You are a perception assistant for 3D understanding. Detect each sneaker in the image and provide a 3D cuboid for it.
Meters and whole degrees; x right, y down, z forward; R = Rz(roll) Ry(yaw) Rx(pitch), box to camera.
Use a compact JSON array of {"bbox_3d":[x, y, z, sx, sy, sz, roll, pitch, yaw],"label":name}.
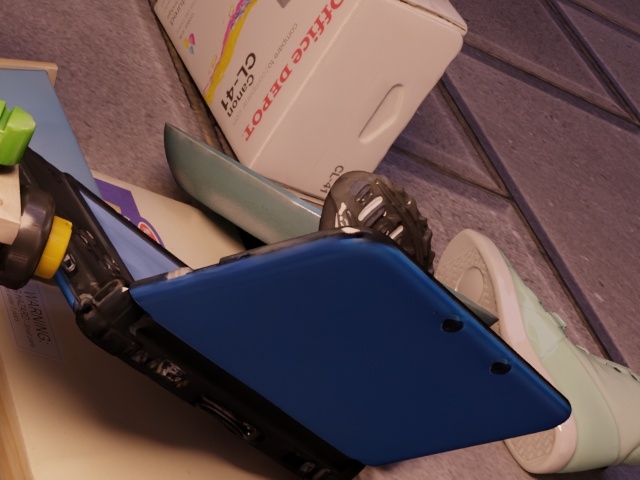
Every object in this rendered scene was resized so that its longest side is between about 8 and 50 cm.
[{"bbox_3d":[0.199,0.103,1.694,0.151,0.094,0.256,9,43,-37],"label":"sneaker"},{"bbox_3d":[0.020,0.054,1.394,0.108,0.272,0.100,28,55,27],"label":"sneaker"}]

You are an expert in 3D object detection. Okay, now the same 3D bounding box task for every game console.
[{"bbox_3d":[-0.022,0.029,1.187,0.293,0.173,0.250,42,10,-50],"label":"game console"}]

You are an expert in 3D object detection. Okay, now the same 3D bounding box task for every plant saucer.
[{"bbox_3d":[0.000,0.000,1.576,0.317,0.044,0.317,31,1,-1],"label":"plant saucer"}]

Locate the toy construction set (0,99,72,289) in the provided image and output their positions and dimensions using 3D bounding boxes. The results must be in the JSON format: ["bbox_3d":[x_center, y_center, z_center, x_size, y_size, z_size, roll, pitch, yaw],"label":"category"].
[{"bbox_3d":[-0.275,0.016,1.012,0.257,0.237,0.309,37,23,3],"label":"toy construction set"}]

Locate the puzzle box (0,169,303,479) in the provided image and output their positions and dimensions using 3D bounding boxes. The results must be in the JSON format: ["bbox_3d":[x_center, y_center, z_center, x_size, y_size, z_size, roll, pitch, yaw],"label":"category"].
[{"bbox_3d":[-0.129,0.080,1.334,0.272,0.052,0.409,20,26,-31],"label":"puzzle box"}]

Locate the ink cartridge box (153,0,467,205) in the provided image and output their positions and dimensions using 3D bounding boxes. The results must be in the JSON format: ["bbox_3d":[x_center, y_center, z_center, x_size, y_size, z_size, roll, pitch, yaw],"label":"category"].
[{"bbox_3d":[-0.019,-0.216,1.854,0.131,0.226,0.306,18,27,-35],"label":"ink cartridge box"}]

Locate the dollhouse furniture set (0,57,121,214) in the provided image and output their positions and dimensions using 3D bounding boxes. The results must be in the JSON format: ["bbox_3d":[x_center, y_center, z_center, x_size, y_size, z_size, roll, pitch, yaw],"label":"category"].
[{"bbox_3d":[-0.239,-0.166,1.246,0.286,0.303,0.198,2,34,-26],"label":"dollhouse furniture set"}]
